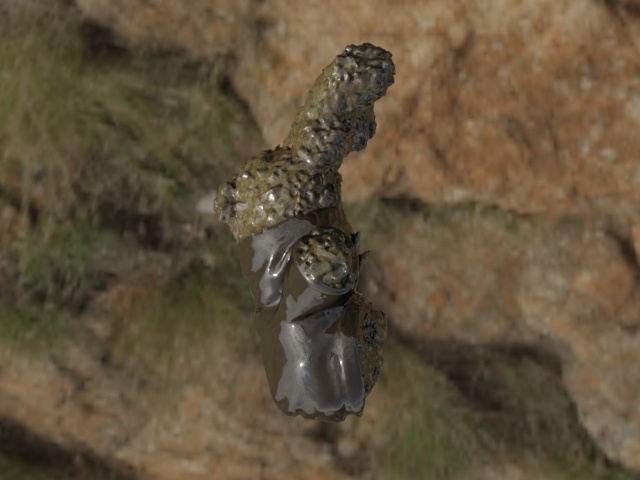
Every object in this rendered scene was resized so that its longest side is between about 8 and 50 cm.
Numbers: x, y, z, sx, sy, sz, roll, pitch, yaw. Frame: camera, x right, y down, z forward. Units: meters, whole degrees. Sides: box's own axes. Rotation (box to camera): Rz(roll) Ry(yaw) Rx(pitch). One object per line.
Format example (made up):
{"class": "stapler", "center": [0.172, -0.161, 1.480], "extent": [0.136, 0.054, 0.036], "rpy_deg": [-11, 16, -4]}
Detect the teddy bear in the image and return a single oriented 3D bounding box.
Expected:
{"class": "teddy bear", "center": [-0.009, -0.003, 0.743], "extent": [0.078, 0.160, 0.119], "rpy_deg": [4, 165, -9]}
